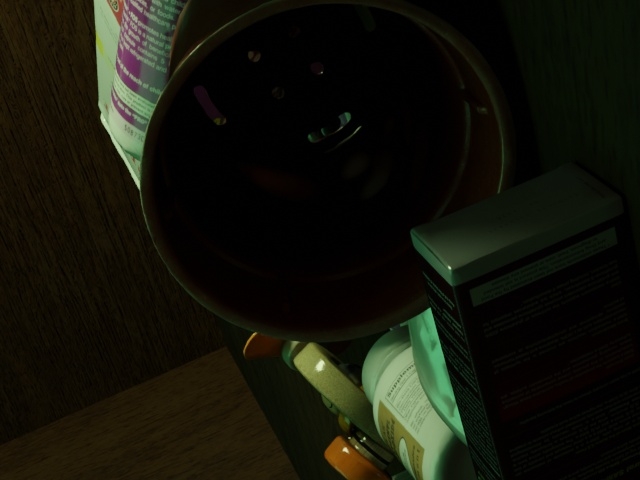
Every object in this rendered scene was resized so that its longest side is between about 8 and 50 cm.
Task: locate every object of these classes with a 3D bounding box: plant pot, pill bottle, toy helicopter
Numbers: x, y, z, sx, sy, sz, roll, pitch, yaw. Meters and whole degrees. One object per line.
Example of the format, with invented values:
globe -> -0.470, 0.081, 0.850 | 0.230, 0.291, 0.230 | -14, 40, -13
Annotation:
plant pot -> -0.011, -0.103, 1.116 | 0.265, 0.272, 0.272 | -108, 0, -63
pill bottle -> 0.123, 0.165, 1.334 | 0.229, 0.131, 0.131 | -136, 25, -65
toy helicopter -> 0.037, 0.183, 1.729 | 0.235, 0.140, 0.355 | 39, 180, 11
pill bottle -> -0.104, -0.225, 1.353 | 0.169, 0.169, 0.302 | 56, 142, 46

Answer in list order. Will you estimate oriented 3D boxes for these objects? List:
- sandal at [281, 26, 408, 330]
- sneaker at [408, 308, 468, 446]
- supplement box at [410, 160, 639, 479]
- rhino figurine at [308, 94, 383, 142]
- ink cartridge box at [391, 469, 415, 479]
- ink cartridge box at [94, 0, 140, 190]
sandal -> 0.007, -0.082, 1.462 | 0.169, 0.102, 0.416 | -176, 64, -78
sneaker -> 0.118, 0.056, 1.190 | 0.123, 0.105, 0.290 | 82, 163, -64
supplement box -> 0.157, 0.081, 0.982 | 0.073, 0.130, 0.239 | -130, 21, -59
rhino figurine -> 0.017, -0.066, 1.335 | 0.243, 0.073, 0.106 | -36, 74, 42
ink cartridge box -> 0.188, 0.434, 1.593 | 0.310, 0.130, 0.272 | 70, 168, -15
ink cartridge box -> -0.156, -0.191, 1.738 | 0.279, 0.160, 0.385 | 60, 161, 20
